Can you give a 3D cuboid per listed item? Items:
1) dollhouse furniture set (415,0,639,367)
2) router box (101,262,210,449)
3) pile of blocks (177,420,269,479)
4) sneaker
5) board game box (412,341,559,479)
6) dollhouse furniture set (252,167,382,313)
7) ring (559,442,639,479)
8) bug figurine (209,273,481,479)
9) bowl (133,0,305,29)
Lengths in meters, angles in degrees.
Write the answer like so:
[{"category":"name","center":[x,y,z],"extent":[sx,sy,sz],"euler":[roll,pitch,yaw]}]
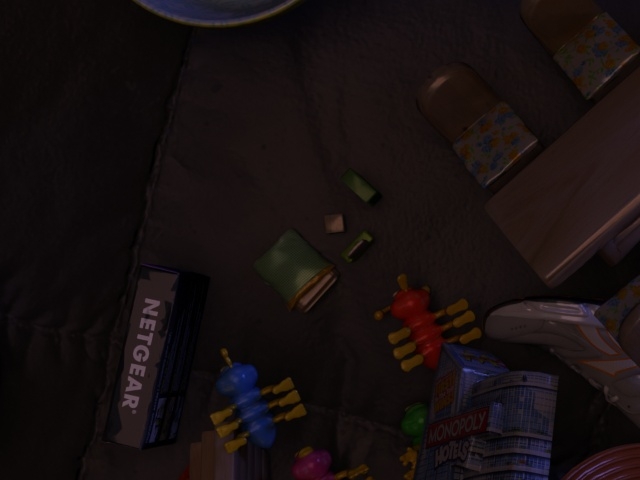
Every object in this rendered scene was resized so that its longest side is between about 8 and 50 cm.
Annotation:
[{"category":"dollhouse furniture set","center":[0.303,-0.140,1.639],"extent":[0.394,0.256,0.362],"euler":[-42,49,8]},{"category":"router box","center":[-0.162,0.115,1.854],"extent":[0.046,0.133,0.179],"euler":[12,88,10]},{"category":"pile of blocks","center":[-0.105,0.363,1.822],"extent":[0.113,0.149,0.362],"euler":[-10,84,16]},{"category":"sneaker","center":[0.282,0.118,1.793],"extent":[0.262,0.099,0.121],"euler":[7,93,12]},{"category":"board game box","center":[0.148,0.183,1.736],"extent":[0.060,0.194,0.194],"euler":[13,71,-18]},{"category":"dollhouse furniture set","center":[0.000,0.000,1.868],"extent":[0.076,0.058,0.151],"euler":[44,95,10]},{"category":"ring","center":[0.328,0.347,1.698],"extent":[0.336,0.032,0.336],"euler":[10,67,-24]},{"category":"bug figurine","center":[0.034,0.167,1.823],"extent":[0.279,0.072,0.216],"euler":[-22,93,-13]},{"category":"bowl","center":[-0.082,-0.343,1.853],"extent":[0.289,0.156,0.289],"euler":[-1,87,11]}]
